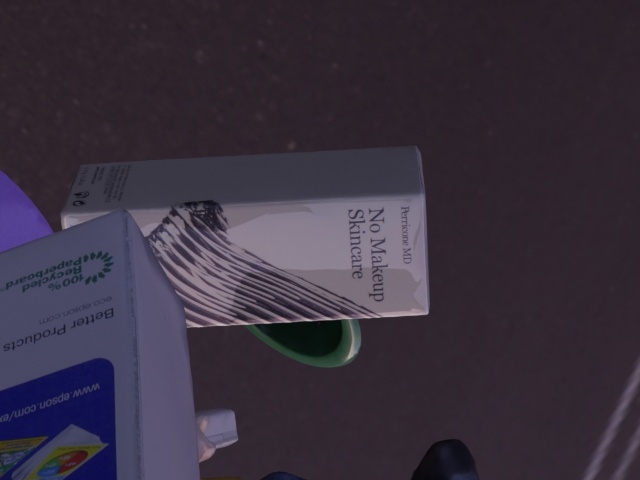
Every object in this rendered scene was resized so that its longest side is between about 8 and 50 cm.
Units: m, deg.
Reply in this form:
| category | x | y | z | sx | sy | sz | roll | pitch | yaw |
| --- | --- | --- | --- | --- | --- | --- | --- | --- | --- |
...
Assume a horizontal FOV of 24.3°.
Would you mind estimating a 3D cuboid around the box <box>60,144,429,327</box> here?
| category | x | y | z | sx | sy | sz | roll | pitch | yaw |
| --- | --- | --- | --- | --- | --- | --- | --- | --- | --- |
| box | -0.054 | -0.001 | 1.157 | 0.275 | 0.094 | 0.113 | -4 | 116 | 3 |

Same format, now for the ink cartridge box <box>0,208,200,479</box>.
| category | x | y | z | sx | sy | sz | roll | pitch | yaw |
| --- | --- | --- | --- | --- | --- | --- | --- | --- | --- |
| ink cartridge box | -0.115 | 0.142 | 0.444 | 0.165 | 0.333 | 0.065 | -18 | 132 | 8 |

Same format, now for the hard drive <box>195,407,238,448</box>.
| category | x | y | z | sx | sy | sz | roll | pitch | yaw |
| --- | --- | --- | --- | --- | --- | --- | --- | --- | --- |
| hard drive | -0.234 | 0.184 | 1.273 | 0.307 | 0.203 | 0.040 | 0 | 81 | -64 |

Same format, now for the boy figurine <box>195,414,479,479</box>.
| category | x | y | z | sx | sy | sz | roll | pitch | yaw |
| --- | --- | --- | --- | --- | --- | --- | --- | --- | --- |
| boy figurine | -0.060 | 0.135 | 0.691 | 0.285 | 0.177 | 0.092 | 8 | 116 | -21 |

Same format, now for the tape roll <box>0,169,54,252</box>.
| category | x | y | z | sx | sy | sz | roll | pitch | yaw |
| --- | --- | --- | --- | --- | --- | --- | --- | --- | --- |
| tape roll | -0.373 | 0.035 | 1.465 | 0.090 | 0.274 | 0.275 | -46 | 154 | -44 |

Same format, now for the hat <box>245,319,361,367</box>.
| category | x | y | z | sx | sy | sz | roll | pitch | yaw |
| --- | --- | --- | --- | --- | --- | --- | --- | --- | --- |
| hat | 0.000 | 0.000 | 1.515 | 0.183 | 0.208 | 0.173 | -47 | 161 | -35 |
